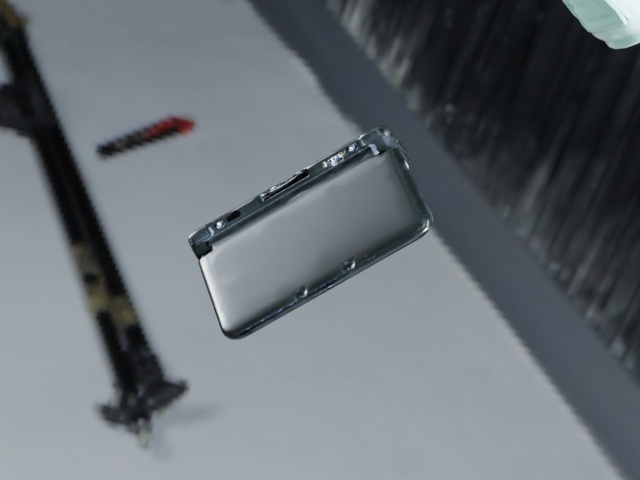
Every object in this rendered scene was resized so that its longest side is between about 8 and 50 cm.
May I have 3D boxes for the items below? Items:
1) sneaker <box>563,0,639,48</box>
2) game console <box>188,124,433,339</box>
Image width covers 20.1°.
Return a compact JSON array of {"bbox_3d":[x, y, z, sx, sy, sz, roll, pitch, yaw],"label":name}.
[{"bbox_3d":[0.044,-0.115,0.590,0.256,0.151,0.094,-24,16,-1],"label":"sneaker"},{"bbox_3d":[0.000,0.000,0.955,0.071,0.122,0.107,62,7,12],"label":"game console"}]
